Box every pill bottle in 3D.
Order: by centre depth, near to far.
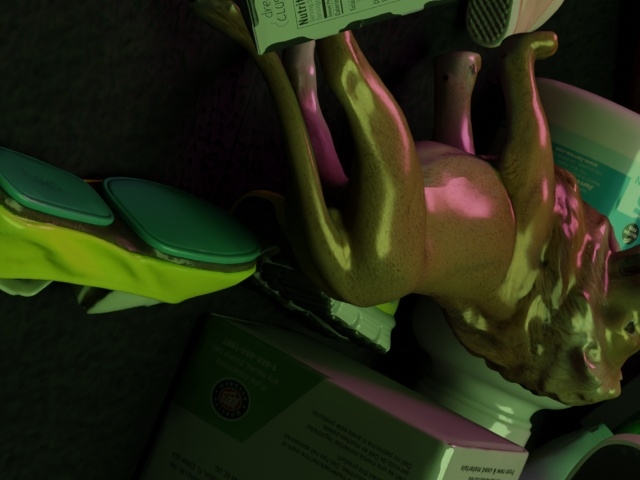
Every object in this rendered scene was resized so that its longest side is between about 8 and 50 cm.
[{"bbox_3d":[0.161,0.023,1.322,0.146,0.146,0.264,22,93,-57],"label":"pill bottle"}]

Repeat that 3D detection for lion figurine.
[{"bbox_3d":[0.068,-0.017,1.101,0.392,0.142,0.240,4,82,-45],"label":"lion figurine"}]

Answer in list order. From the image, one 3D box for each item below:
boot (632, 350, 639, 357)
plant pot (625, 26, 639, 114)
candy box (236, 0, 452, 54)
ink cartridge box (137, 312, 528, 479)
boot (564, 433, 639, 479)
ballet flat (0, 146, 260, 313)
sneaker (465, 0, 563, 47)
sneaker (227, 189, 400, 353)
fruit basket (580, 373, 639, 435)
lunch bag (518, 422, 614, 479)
[{"bbox_3d":[0.274,0.072,1.584,0.190,0.069,0.086,-21,125,-49],"label":"boot"},{"bbox_3d":[0.406,-0.091,1.499,0.267,0.267,0.236,-28,150,-41],"label":"plant pot"},{"bbox_3d":[0.035,-0.192,0.912,0.196,0.165,0.070,-16,135,-5],"label":"candy box"},{"bbox_3d":[-0.023,0.216,1.140,0.117,0.201,0.278,16,98,-57],"label":"ink cartridge box"},{"bbox_3d":[0.237,0.268,1.391,0.176,0.088,0.244,9,97,-57],"label":"boot"},{"bbox_3d":[-0.128,0.003,0.983,0.077,0.077,0.231,-50,148,17],"label":"ballet flat"},{"bbox_3d":[0.145,-0.201,1.238,0.070,0.051,0.134,-15,127,-52],"label":"sneaker"},{"bbox_3d":[0.000,0.000,1.155,0.094,0.081,0.208,-67,154,-11],"label":"sneaker"},{"bbox_3d":[0.383,0.153,1.673,0.327,0.165,0.353,-44,173,32],"label":"fruit basket"},{"bbox_3d":[0.142,0.283,1.462,0.223,0.160,0.262,-18,131,-48],"label":"lunch bag"}]
